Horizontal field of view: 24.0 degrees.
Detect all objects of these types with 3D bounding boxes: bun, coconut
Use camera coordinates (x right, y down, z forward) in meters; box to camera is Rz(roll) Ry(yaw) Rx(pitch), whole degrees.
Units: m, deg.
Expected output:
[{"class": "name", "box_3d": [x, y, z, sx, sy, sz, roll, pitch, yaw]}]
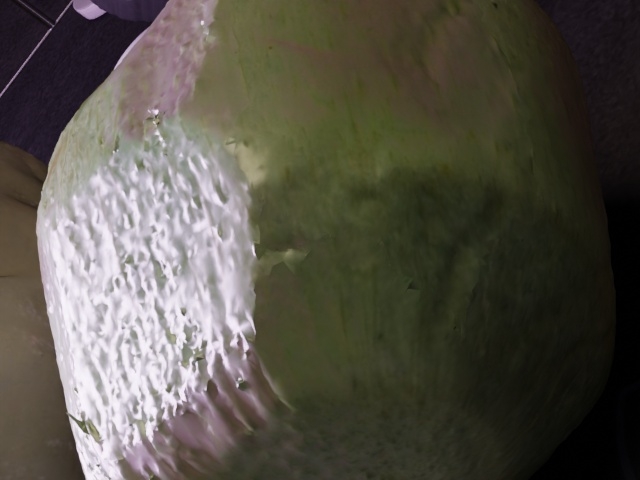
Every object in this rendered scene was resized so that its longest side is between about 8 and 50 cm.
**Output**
[{"class": "bun", "box_3d": [-0.249, 0.106, 1.024, 0.365, 0.219, 0.365, -28, 54, 46]}, {"class": "coconut", "box_3d": [0.000, 0.000, 0.756, 0.328, 0.281, 0.328, -175, 90, -81]}]

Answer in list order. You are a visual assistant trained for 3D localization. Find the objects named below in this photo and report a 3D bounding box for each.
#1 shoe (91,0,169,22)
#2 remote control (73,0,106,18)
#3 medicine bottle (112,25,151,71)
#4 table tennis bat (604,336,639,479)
[{"class": "shoe", "box_3d": [-0.004, -0.278, 1.106, 0.384, 0.171, 0.237, 3, 50, 35]}, {"class": "remote control", "box_3d": [-0.159, -0.285, 1.471, 0.245, 0.022, 0.077, -23, 44, 40]}, {"class": "medicine bottle", "box_3d": [-0.085, -0.110, 1.151, 0.115, 0.078, 0.219, -48, 31, -6]}, {"class": "table tennis bat", "box_3d": [0.190, 0.046, 0.698, 0.150, 0.027, 0.236, -33, 39, 27]}]
